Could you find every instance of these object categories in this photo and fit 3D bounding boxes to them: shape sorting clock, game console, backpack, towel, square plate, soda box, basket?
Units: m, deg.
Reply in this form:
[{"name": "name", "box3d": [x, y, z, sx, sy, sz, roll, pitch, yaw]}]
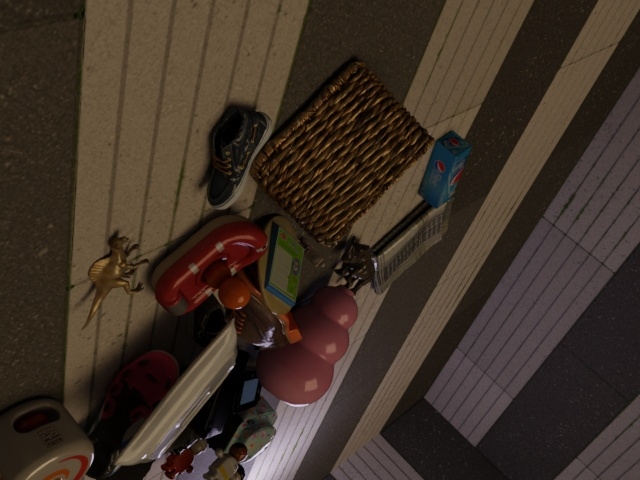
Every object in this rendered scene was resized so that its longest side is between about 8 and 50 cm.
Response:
[{"name": "shape sorting clock", "box3d": [-0.086, 0.051, 1.575, 0.206, 0.040, 0.206, 2, 90, -67]}, {"name": "game console", "box3d": [-0.212, 0.380, 1.955, 0.361, 0.044, 0.213, 19, 91, -75]}, {"name": "backpack", "box3d": [-0.208, 0.535, 2.171, 0.188, 0.144, 0.165, -17, 138, -56]}, {"name": "towel", "box3d": [0.276, 0.008, 2.261, 0.324, 0.056, 0.312, -42, 157, -13]}, {"name": "square plate", "box3d": [-0.276, 0.332, 1.585, 0.347, 0.049, 0.344, -50, 174, -16]}, {"name": "soda box", "box3d": [0.325, -0.183, 2.004, 0.067, 0.071, 0.210, -34, 154, -28]}, {"name": "basket", "box3d": [0.028, -0.168, 1.471, 0.299, 0.223, 0.213, -46, -169, -1]}]

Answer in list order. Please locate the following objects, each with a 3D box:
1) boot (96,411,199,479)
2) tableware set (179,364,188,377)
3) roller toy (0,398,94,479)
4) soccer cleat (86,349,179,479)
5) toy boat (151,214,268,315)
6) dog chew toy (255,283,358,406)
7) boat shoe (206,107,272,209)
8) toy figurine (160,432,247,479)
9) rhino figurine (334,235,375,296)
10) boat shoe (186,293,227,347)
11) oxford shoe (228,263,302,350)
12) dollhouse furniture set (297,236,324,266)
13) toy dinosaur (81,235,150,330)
[{"name": "boot", "box3d": [-0.404, 0.463, 1.794, 0.115, 0.112, 0.305, -15, -161, 47]}, {"name": "tableware set", "box3d": [-0.362, 0.342, 1.727, 0.154, 0.024, 0.104, -52, 160, 11]}, {"name": "roller toy", "box3d": [-0.517, 0.395, 1.372, 0.191, 0.146, 0.209, -43, 157, -10]}, {"name": "soccer cleat", "box3d": [-0.395, 0.348, 1.593, 0.331, 0.116, 0.143, -54, 179, 13]}, {"name": "toy boat", "box3d": [-0.185, 0.065, 1.403, 0.231, 0.151, 0.151, -42, 158, -12]}, {"name": "dog chew toy", "box3d": [-0.021, 0.262, 1.984, 0.331, 0.207, 0.206, -57, 158, -4]}, {"name": "boat shoe", "box3d": [-0.154, -0.135, 1.248, 0.083, 0.065, 0.183, 2, 121, -60]}, {"name": "toy figurine", "box3d": [-0.294, 0.566, 1.982, 0.148, 0.213, 0.209, -40, 156, -40]}, {"name": "rhino figurine", "box3d": [0.092, 0.061, 1.998, 0.106, 0.073, 0.243, -44, 156, -13]}, {"name": "boat shoe", "box3d": [-0.236, 0.181, 1.613, 0.078, 0.070, 0.219, -37, 156, -23]}, {"name": "oxford shoe", "box3d": [-0.144, 0.165, 1.689, 0.133, 0.130, 0.363, -27, 147, -1]}, {"name": "dollhouse furniture set", "box3d": [0.000, 0.000, 1.716, 0.114, 0.081, 0.091, -47, 158, 1]}, {"name": "toy dinosaur", "box3d": [-0.344, 0.061, 1.269, 0.093, 0.053, 0.183, 5, 119, -44]}]
